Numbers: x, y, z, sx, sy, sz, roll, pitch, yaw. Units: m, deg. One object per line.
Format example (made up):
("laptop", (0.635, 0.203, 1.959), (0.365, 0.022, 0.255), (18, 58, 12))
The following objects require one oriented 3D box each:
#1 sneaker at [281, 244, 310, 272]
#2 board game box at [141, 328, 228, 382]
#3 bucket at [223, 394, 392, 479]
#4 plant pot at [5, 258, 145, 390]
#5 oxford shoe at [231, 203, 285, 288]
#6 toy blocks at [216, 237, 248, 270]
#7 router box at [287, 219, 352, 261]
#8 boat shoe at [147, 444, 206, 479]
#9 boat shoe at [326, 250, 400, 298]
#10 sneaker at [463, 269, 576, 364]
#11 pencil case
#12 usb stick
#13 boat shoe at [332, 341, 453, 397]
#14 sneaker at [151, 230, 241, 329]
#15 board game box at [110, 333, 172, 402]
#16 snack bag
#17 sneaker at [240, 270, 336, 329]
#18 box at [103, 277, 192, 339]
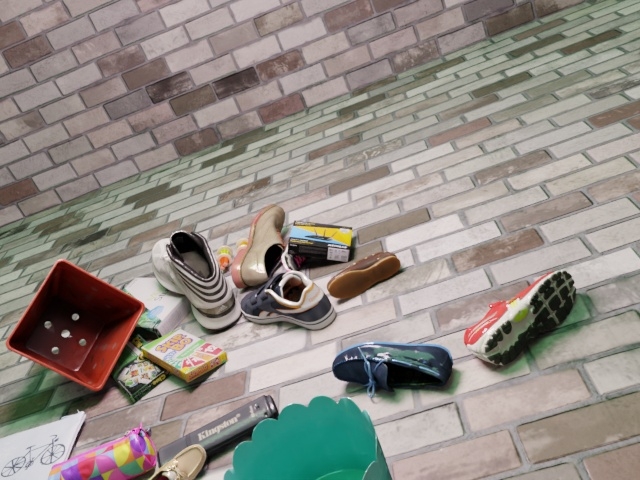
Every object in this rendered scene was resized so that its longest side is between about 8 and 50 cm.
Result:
("sneaker", (-0.066, 0.045, 1.908), (0.074, 0.063, 0.170), (-22, 22, 17))
("board game box", (-0.369, 0.297, 1.702), (0.124, 0.039, 0.259), (-25, 22, -37))
("bucket", (-0.005, 0.421, 1.069), (0.281, 0.183, 0.281), (-18, 27, 10))
("plant pot", (-0.693, 0.248, 1.796), (0.235, 0.267, 0.267), (-26, 36, 58))
("oxford shoe", (-0.154, 0.015, 1.990), (0.130, 0.123, 0.348), (-5, 43, 24))
("toy blocks", (-0.276, 0.060, 2.059), (0.123, 0.054, 0.148), (-22, 28, 3))
("router box", (0.000, 0.000, 1.882), (0.178, 0.046, 0.133), (7, 32, 2))
("boat shoe", (-0.303, 0.484, 1.304), (0.170, 0.063, 0.059), (-43, -11, -18))
("boat shoe", (0.109, 0.089, 1.692), (0.206, 0.073, 0.073), (-21, 25, -10))
("sneaker", (0.407, 0.143, 1.328), (0.279, 0.107, 0.118), (-31, 19, -18))
("pencil case", (-0.476, 0.491, 1.408), (0.236, 0.105, 0.104), (-26, 27, -1))
("usb stick", (-0.223, 0.420, 1.390), (0.277, 0.045, 0.077), (-26, 27, -5))
("boat shoe", (0.138, 0.262, 1.322), (0.258, 0.109, 0.089), (-13, 33, 25))
("sneaker", (-0.384, 0.042, 1.860), (0.169, 0.258, 0.447), (-29, 40, -24))
("board game box", (-0.506, 0.346, 1.765), (0.136, 0.030, 0.259), (-39, 31, -22))
("snack bag", (-0.747, 0.577, 1.538), (0.322, 0.037, 0.343), (-19, 28, 8))
("sneaker", (-0.106, 0.145, 1.701), (0.321, 0.128, 0.126), (0, 37, 41))
("box", (-0.536, 0.206, 2.003), (0.321, 0.059, 0.232), (-3, 33, 35))
